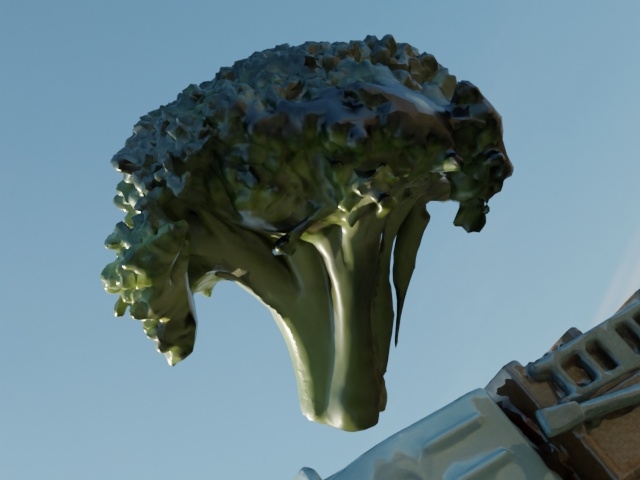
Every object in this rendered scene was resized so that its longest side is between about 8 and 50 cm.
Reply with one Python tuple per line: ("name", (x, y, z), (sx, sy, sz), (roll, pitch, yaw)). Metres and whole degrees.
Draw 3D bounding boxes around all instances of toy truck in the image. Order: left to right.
("toy truck", (0.126, 0.110, 0.502), (0.305, 0.136, 0.162), (-24, -29, -28))

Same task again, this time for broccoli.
("broccoli", (0.000, 0.000, 0.690), (0.263, 0.247, 0.243), (-33, -64, -55))
